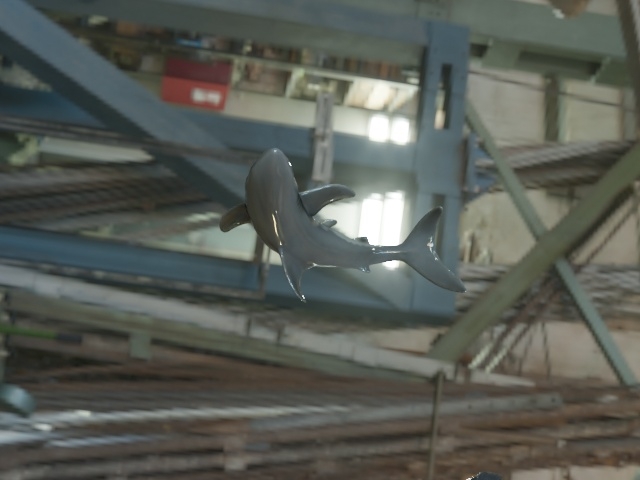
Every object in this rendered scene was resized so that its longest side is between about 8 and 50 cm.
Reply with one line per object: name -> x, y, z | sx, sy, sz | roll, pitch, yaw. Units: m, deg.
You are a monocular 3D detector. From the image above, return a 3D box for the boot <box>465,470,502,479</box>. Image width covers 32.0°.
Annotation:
boot -> 0.111, 0.499, 1.250 | 0.445, 0.367, 0.146 | -34, -169, 22

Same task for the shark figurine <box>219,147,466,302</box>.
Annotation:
shark figurine -> 0.006, 0.015, 1.171 | 0.166, 0.278, 0.116 | -34, -133, 37
